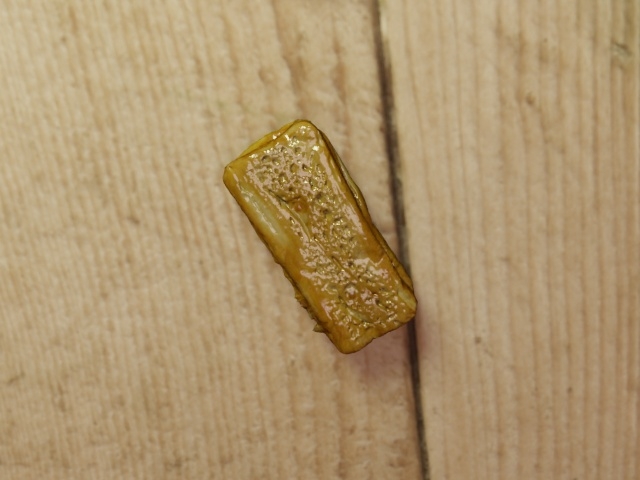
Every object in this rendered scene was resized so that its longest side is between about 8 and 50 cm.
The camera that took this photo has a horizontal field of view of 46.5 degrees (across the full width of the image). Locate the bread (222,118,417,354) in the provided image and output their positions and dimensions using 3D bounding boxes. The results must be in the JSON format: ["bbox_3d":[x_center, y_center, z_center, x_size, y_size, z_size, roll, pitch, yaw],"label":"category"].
[{"bbox_3d":[0.000,0.001,0.857,0.139,0.077,0.271,-31,108,7],"label":"bread"}]
